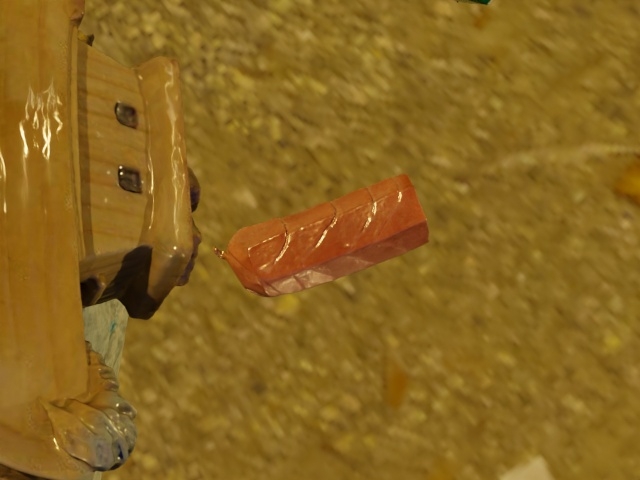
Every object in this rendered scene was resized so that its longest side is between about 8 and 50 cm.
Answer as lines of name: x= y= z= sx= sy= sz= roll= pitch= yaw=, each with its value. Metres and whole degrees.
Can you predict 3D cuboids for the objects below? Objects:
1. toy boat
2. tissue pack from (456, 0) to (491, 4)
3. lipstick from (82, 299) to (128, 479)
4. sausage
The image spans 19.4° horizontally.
toy boat: x=-0.115 y=-0.036 z=0.820 sx=0.121 sy=0.321 sz=0.089 roll=7 pitch=149 yaw=-19
tissue pack: x=0.082 y=-0.314 z=1.637 sx=0.209 sy=0.156 sz=0.148 roll=24 pitch=90 yaw=-16
lipstick: x=-0.153 y=0.147 z=0.890 sx=0.077 sy=0.076 sz=0.290 roll=14 pitch=99 yaw=18
sausage: x=0.000 y=0.001 z=1.515 sx=0.169 sy=0.065 sz=0.065 roll=-20 pitch=121 yaw=-4
